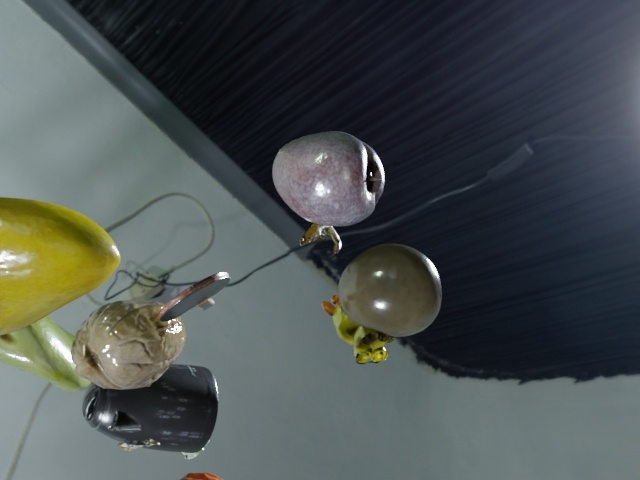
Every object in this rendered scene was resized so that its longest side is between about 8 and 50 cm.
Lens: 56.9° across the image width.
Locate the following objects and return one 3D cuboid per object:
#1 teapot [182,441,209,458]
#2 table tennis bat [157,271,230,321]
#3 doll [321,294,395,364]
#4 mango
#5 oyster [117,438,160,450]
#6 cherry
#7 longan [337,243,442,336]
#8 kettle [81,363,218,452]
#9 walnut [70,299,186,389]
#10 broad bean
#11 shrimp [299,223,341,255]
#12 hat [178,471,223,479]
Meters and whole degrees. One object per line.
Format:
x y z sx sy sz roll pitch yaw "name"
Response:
-0.463 0.645 2.035 0.200 0.107 0.077 63 2 -5 "teapot"
-0.206 0.098 0.990 0.130 0.220 0.019 -33 83 -9 "table tennis bat"
0.091 0.201 1.454 0.142 0.135 0.221 0 31 -19 "doll"
-0.415 0.030 0.714 0.195 0.331 0.142 42 37 -43 "mango"
-0.368 0.413 1.199 0.083 0.054 0.019 -1 66 -19 "oyster"
0.009 -0.092 0.886 0.176 0.176 0.140 1 93 -49 "cherry"
0.148 0.103 1.244 0.220 0.197 0.197 15 52 -2 "longan"
-0.430 0.380 1.425 0.290 0.268 0.208 15 103 -33 "kettle"
-0.347 0.191 1.111 0.230 0.178 0.178 3 68 -68 "walnut"
-0.542 0.199 1.147 0.121 0.189 0.263 -52 127 -6 "broad bean"
0.000 0.000 1.328 0.127 0.025 0.091 -28 81 -48 "shrimp"
-0.138 0.576 0.924 0.400 0.285 0.285 37 41 4 "hat"
